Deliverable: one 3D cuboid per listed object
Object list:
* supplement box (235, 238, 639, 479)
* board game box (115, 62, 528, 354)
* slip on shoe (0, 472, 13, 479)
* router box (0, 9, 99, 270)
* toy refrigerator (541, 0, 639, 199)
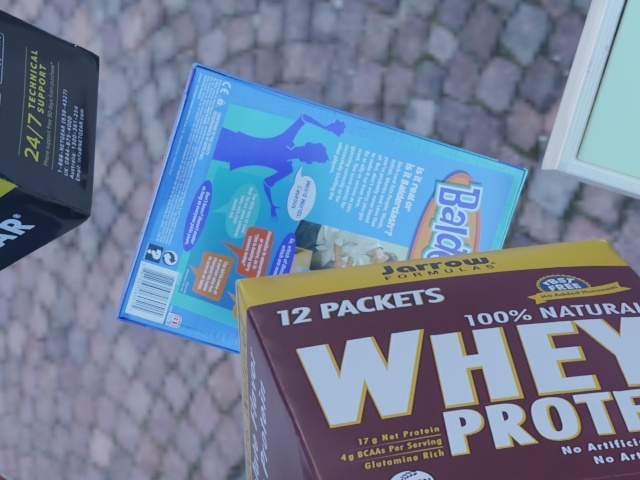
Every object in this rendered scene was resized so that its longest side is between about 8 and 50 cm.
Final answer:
[{"bbox_3d":[0.057,0.128,0.514,0.194,0.129,0.191,-119,25,-64],"label":"supplement box"},{"bbox_3d":[0.000,0.000,1.047,0.047,0.210,0.160,-136,64,-82],"label":"board game box"},{"bbox_3d":[-0.214,0.238,0.716,0.123,0.101,0.331,0,61,38],"label":"slip on shoe"},{"bbox_3d":[-0.278,-0.027,0.712,0.309,0.243,0.081,-27,52,40],"label":"router box"},{"bbox_3d":[0.265,-0.170,1.361,0.094,0.102,0.270,-108,35,-88],"label":"toy refrigerator"}]
